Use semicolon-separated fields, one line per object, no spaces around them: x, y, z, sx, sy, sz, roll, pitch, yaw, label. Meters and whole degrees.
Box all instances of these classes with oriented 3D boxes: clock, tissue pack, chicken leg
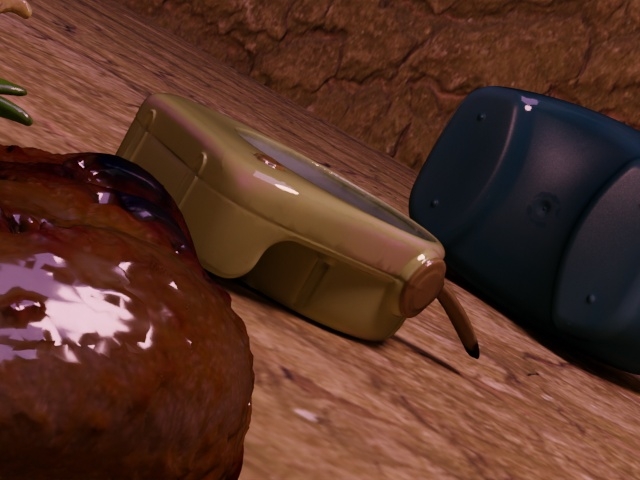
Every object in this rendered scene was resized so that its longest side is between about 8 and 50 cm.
0.000;0.000;0.860;0.232;0.069;0.170;26;7;-33;clock
0.242;-0.009;1.337;0.287;0.198;0.206;32;9;39;tissue pack
-0.098;0.014;0.390;0.177;0.083;0.322;19;7;-12;chicken leg

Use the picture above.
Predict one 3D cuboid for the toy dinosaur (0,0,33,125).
-0.186;-0.143;0.698;0.152;0.177;0.194;23;11;-35;toy dinosaur
